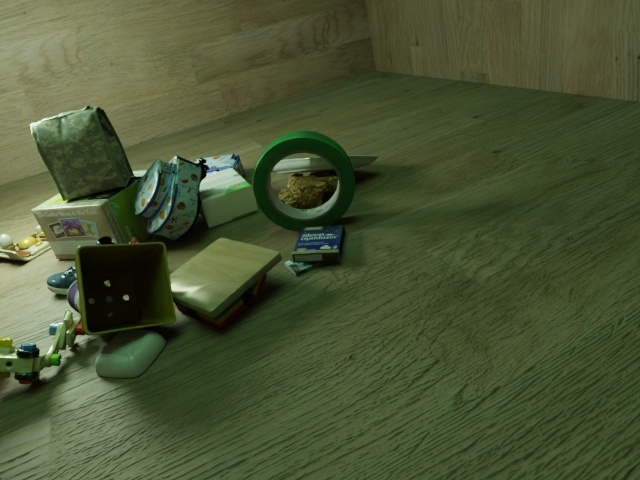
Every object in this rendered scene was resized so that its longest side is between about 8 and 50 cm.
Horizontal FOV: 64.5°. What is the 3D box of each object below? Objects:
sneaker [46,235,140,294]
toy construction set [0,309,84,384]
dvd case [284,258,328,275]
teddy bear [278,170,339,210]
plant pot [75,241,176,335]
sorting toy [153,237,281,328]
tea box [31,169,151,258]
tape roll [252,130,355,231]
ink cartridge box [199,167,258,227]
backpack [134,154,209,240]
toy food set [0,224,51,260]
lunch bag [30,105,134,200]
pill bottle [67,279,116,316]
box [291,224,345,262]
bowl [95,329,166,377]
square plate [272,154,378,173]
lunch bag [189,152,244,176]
[{"bbox_3d":[-0.721,0.068,1.626,0.351,0.148,0.131,-12,27,2],"label":"sneaker"},{"bbox_3d":[-0.768,0.277,1.274,0.328,0.151,0.215,-10,1,-10],"label":"toy construction set"},{"bbox_3d":[-0.037,0.061,1.482,0.120,0.013,0.087,-22,28,-20],"label":"dvd case"},{"bbox_3d":[-0.040,-0.181,1.871,0.245,0.113,0.338,-13,19,-14],"label":"teddy bear"},{"bbox_3d":[-0.519,0.133,1.301,0.212,0.212,0.187,-3,-13,-37],"label":"plant pot"},{"bbox_3d":[-0.268,0.115,1.381,0.257,0.089,0.255,12,41,40],"label":"sorting toy"},{"bbox_3d":[-0.808,-0.100,1.909,0.329,0.219,0.323,-1,28,22],"label":"tea box"},{"bbox_3d":[-0.052,-0.185,1.620,0.322,0.321,0.077,-10,27,6],"label":"tape roll"},{"bbox_3d":[-0.383,-0.171,1.968,0.199,0.114,0.273,-21,28,-16],"label":"ink cartridge box"},{"bbox_3d":[-0.529,-0.142,1.791,0.213,0.263,0.277,8,-31,-35],"label":"backpack"},{"bbox_3d":[-1.160,-0.023,2.056,0.220,0.092,0.306,3,32,30],"label":"toy food set"},{"bbox_3d":[-0.824,-0.311,1.763,0.236,0.286,0.169,-14,27,0],"label":"lunch bag"},{"bbox_3d":[-0.656,0.161,1.449,0.108,0.108,0.194,-32,21,-32],"label":"pill bottle"},{"bbox_3d":[0.000,0.000,1.535,0.137,0.036,0.225,-3,23,9],"label":"box"},{"bbox_3d":[-0.469,0.267,1.240,0.142,0.053,0.142,-4,28,21],"label":"bowl"},{"bbox_3d":[-0.013,-0.295,1.980,0.344,0.049,0.347,-10,9,-39],"label":"square plate"},{"bbox_3d":[-0.487,-0.286,2.242,0.304,0.114,0.243,-9,29,10],"label":"lunch bag"}]
